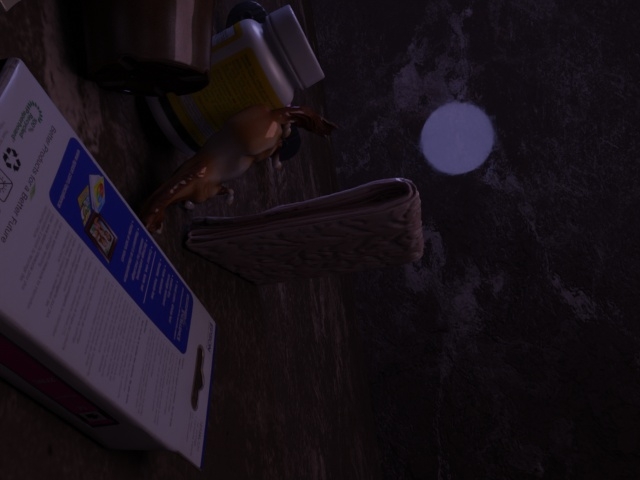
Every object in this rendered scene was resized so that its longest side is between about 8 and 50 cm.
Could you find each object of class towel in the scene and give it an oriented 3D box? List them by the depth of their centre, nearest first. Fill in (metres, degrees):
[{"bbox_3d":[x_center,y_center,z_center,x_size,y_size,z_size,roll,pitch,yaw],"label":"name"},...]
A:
[{"bbox_3d":[0.000,0.000,0.878,0.332,0.317,0.053,50,32,-72],"label":"towel"}]

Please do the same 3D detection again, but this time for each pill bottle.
[{"bbox_3d":[-0.109,-0.206,0.726,0.119,0.208,0.119,62,8,-16],"label":"pill bottle"}]

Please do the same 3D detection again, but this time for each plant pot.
[{"bbox_3d":[-0.182,-0.249,0.600,0.167,0.167,0.165,2,85,-80],"label":"plant pot"}]

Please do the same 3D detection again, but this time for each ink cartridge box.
[{"bbox_3d":[-0.190,0.053,0.483,0.371,0.069,0.176,65,17,-47],"label":"ink cartridge box"}]

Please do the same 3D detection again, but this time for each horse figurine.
[{"bbox_3d":[-0.105,-0.098,0.698,0.066,0.263,0.174,55,2,7],"label":"horse figurine"}]

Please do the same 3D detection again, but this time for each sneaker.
[{"bbox_3d":[-0.127,-0.328,1.174,0.131,0.112,0.319,-118,-166,-64],"label":"sneaker"}]

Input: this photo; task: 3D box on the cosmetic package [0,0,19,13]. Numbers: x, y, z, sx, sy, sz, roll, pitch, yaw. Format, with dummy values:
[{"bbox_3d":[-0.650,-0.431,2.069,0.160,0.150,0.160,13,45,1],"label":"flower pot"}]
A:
[{"bbox_3d":[-0.265,-0.225,0.407,0.060,0.041,0.115,-90,166,-50],"label":"cosmetic package"}]
